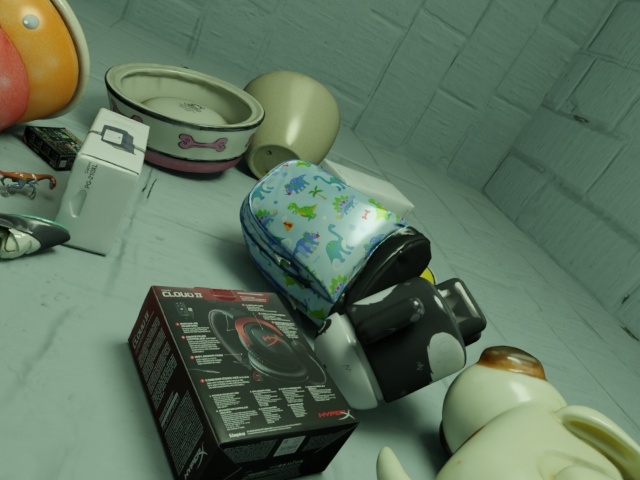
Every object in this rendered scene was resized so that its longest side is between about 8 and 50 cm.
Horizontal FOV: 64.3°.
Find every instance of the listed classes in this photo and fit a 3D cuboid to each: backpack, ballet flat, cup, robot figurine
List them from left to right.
[{"bbox_3d":[-0.478,-0.011,0.745,0.203,0.074,0.074,22,23,-35],"label":"ballet flat"},{"bbox_3d":[-0.116,-0.307,1.555,0.331,0.331,0.236,23,49,-16],"label":"cup"},{"bbox_3d":[0.000,0.000,1.043,0.356,0.290,0.273,32,-23,37],"label":"backpack"},{"bbox_3d":[0.126,0.163,0.845,0.173,0.278,0.209,-121,-172,-66],"label":"robot figurine"}]

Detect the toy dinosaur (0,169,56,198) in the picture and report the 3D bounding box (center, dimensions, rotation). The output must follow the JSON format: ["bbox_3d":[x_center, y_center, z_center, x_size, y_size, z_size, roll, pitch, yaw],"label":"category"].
[{"bbox_3d":[-0.513,-0.105,0.897,0.082,0.090,0.047,-26,70,-27],"label":"toy dinosaur"}]

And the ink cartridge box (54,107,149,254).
[{"bbox_3d":[-0.389,-0.111,0.915,0.100,0.172,0.237,20,24,-24],"label":"ink cartridge box"}]

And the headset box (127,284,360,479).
[{"bbox_3d":[-0.119,0.179,0.705,0.218,0.110,0.293,9,30,-42],"label":"headset box"}]

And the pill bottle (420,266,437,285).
[{"bbox_3d":[0.180,0.105,1.205,0.209,0.119,0.119,7,31,-52],"label":"pill bottle"}]

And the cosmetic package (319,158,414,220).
[{"bbox_3d":[0.073,-0.052,1.287,0.225,0.224,0.138,13,27,-35],"label":"cosmetic package"}]

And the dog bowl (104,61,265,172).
[{"bbox_3d":[-0.364,-0.326,1.360,0.408,0.150,0.408,15,30,-9],"label":"dog bowl"}]

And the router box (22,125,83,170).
[{"bbox_3d":[-0.549,-0.195,1.077,0.122,0.038,0.092,38,24,18],"label":"router box"}]

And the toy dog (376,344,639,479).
[{"bbox_3d":[0.270,0.336,0.708,0.396,0.284,0.408,14,19,8],"label":"toy dog"}]

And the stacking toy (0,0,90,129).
[{"bbox_3d":[-0.654,-0.266,0.850,0.351,0.350,0.479,26,42,-10],"label":"stacking toy"}]
